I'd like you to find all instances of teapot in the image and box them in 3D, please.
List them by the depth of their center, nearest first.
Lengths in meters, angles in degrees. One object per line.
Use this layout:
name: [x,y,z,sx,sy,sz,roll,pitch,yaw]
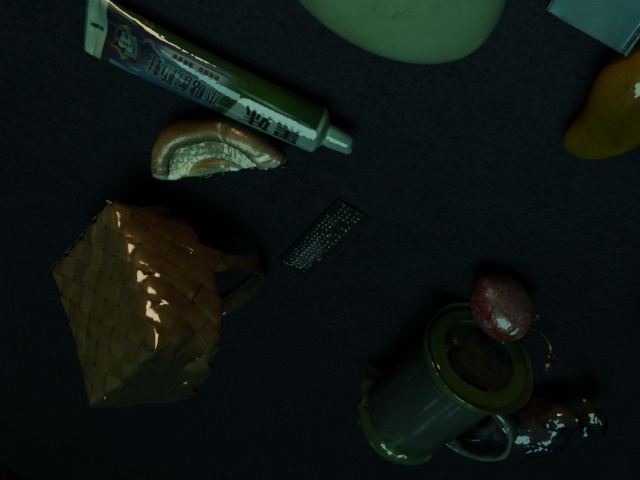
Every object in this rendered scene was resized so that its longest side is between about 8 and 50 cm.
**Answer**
teapot: [0.226,0.296,1.155,0.270,0.200,0.337,39,139,6]

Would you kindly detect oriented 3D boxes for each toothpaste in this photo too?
toothpaste: [-0.133,-0.208,0.851,0.392,0.061,0.098,24,138,-6]

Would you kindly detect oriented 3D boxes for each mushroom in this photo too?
mushroom: [-0.153,-0.139,0.920,0.210,0.072,0.094,-6,135,17]

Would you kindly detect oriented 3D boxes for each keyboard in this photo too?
keyboard: [0.000,0.000,1.063,0.064,0.010,0.198,29,136,-16]

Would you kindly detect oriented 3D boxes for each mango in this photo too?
mango: [0.357,-0.155,0.741,0.102,0.085,0.184,15,142,-5]

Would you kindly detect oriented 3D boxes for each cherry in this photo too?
cherry: [0.321,0.140,1.026,0.090,0.107,0.225,-37,104,25]

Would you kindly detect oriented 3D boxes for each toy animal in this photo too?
toy animal: [0.389,0.343,1.220,0.185,0.122,0.298,36,135,-20]

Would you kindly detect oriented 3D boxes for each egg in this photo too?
egg: [0.073,-0.286,0.598,0.218,0.218,0.295,-17,144,31]

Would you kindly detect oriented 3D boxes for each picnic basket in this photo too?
picnic basket: [-0.246,0.104,1.090,0.337,0.337,0.293,37,126,-21]

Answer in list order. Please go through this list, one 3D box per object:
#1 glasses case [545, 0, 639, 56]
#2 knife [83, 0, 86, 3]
glasses case: [0.333,-0.322,0.609,0.105,0.056,0.266,37,139,14]
knife: [-0.289,-0.302,0.838,0.023,0.010,0.170,-17,130,38]
